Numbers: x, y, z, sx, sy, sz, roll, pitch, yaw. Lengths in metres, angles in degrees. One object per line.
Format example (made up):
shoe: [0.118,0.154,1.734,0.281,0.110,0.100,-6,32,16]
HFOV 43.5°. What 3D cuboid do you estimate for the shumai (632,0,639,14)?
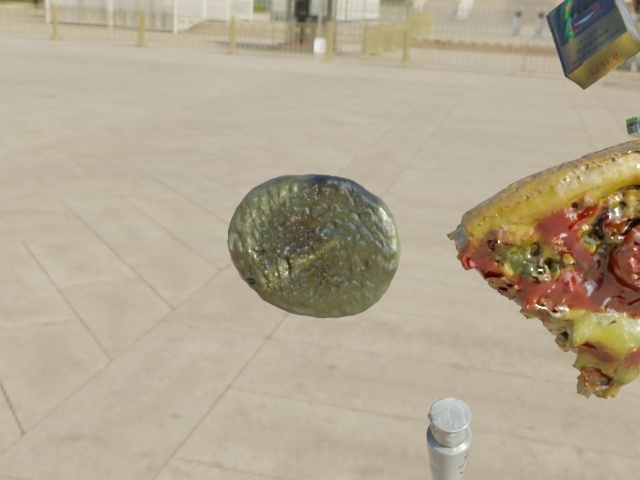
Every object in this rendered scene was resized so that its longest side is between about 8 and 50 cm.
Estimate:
shumai: [0.663,-0.519,1.405,0.222,0.261,0.225,21,-18,-7]

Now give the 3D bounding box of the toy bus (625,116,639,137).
toy bus: [0.548,-0.188,1.334,0.083,0.037,0.031,1,-3,-24]

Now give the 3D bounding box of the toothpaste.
toothpaste: [0.213,0.379,1.341,0.073,0.299,0.114,1,43,8]

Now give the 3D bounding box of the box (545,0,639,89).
box: [0.596,-0.461,1.754,0.071,0.159,0.240,29,41,-28]

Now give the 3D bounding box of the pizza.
pizza: [0.417,0.063,1.108,0.439,0.406,0.130,-16,25,-1]

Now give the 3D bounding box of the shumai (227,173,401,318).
shumai: [0.000,0.000,1.913,0.397,0.324,0.323,5,7,9]
